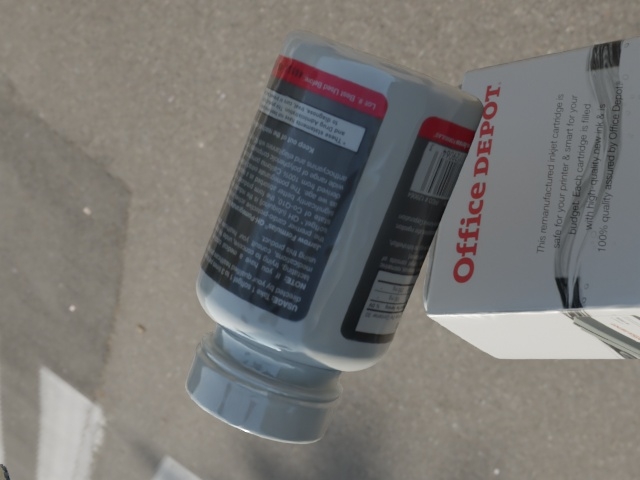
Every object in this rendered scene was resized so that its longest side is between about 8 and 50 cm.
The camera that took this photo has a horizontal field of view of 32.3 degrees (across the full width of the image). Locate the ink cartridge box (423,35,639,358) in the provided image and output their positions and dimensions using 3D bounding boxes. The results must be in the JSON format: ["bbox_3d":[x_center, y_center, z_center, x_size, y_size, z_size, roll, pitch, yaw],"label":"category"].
[{"bbox_3d":[0.321,-0.041,1.075,0.394,0.286,0.166,-5,154,38],"label":"ink cartridge box"}]

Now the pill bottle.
[{"bbox_3d":[0.000,0.000,0.929,0.176,0.319,0.176,21,-171,-3],"label":"pill bottle"}]

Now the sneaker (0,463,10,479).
[{"bbox_3d":[-0.207,0.155,0.596,0.135,0.058,0.052,-23,79,47],"label":"sneaker"}]
